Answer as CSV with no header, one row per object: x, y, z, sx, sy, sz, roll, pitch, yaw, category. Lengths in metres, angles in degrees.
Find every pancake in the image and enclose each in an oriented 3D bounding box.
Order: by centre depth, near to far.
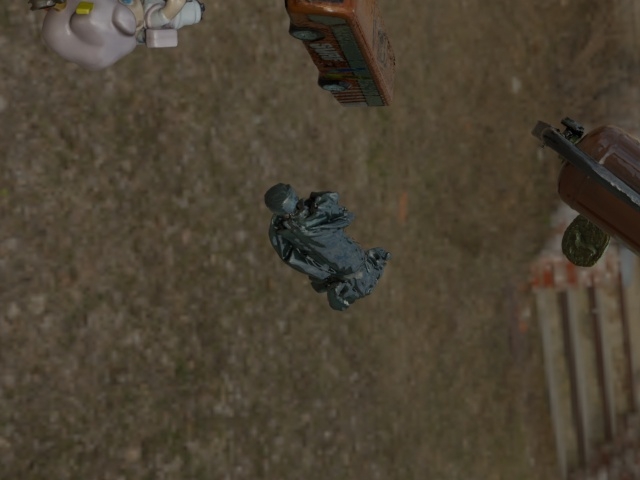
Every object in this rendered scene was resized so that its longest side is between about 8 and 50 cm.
0.470,0.001,2.169,0.017,0.108,0.108,10,73,-36,pancake

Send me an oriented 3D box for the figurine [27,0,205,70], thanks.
-0.245,-0.260,1.452,0.229,0.137,0.112,-15,120,-38,figurine

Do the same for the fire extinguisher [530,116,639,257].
0.392,-0.049,1.447,0.113,0.376,0.200,-48,161,-9,fire extinguisher

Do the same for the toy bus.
0.028,-0.258,1.537,0.409,0.092,0.093,42,52,-77,toy bus

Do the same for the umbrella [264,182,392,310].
0.001,-0.003,2.002,0.094,0.143,0.349,49,2,38,umbrella
